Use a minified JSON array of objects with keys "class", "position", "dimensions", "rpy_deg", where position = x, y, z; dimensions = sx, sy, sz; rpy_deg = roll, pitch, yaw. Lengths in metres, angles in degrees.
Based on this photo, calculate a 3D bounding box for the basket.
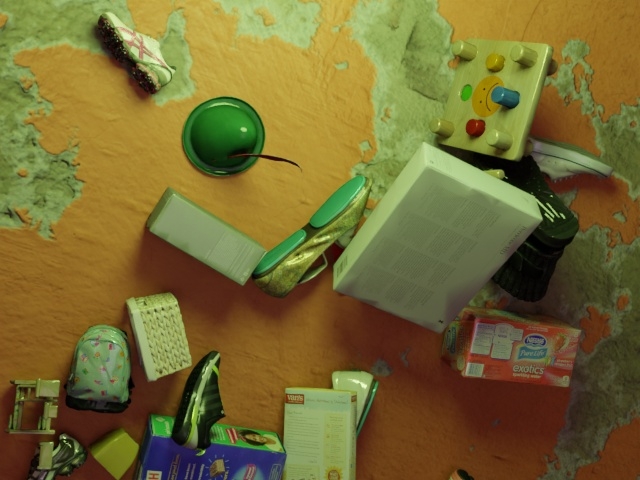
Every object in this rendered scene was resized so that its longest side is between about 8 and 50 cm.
[{"class":"basket","position":[-0.351,0.204,1.763],"dimensions":[0.103,0.113,0.167],"rpy_deg":[-14,104,-18]}]

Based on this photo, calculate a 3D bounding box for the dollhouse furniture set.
[{"class":"dollhouse furniture set","position":[-0.598,0.379,1.668],"dimensions":[0.101,0.161,0.182],"rpy_deg":[5,77,-17]}]

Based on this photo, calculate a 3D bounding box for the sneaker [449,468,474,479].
[{"class":"sneaker","position":[0.411,0.733,2.110],"dimensions":[0.136,0.116,0.314],"rpy_deg":[-42,103,6]}]

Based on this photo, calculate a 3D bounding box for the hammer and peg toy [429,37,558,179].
[{"class":"hammer and peg toy","position":[0.372,-0.264,1.803],"dimensions":[0.127,0.266,0.362],"rpy_deg":[11,97,-37]}]

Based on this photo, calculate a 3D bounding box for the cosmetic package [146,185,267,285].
[{"class":"cosmetic package","position":[-0.249,-0.010,1.741],"dimensions":[0.238,0.127,0.107],"rpy_deg":[35,90,-22]}]

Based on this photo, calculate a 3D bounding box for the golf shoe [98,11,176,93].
[{"class":"golf shoe","position":[-0.377,-0.394,1.665],"dimensions":[0.186,0.067,0.086],"rpy_deg":[51,58,-19]}]

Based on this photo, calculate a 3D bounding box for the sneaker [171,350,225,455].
[{"class":"sneaker","position":[-0.254,0.361,1.796],"dimensions":[0.097,0.084,0.235],"rpy_deg":[30,56,-20]}]

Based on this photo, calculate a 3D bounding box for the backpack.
[{"class":"backpack","position":[-0.467,0.274,1.740],"dimensions":[0.151,0.115,0.182],"rpy_deg":[8,96,-15]}]

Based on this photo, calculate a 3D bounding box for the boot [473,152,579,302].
[{"class":"boot","position":[0.450,-0.046,1.928],"dimensions":[0.131,0.348,0.260],"rpy_deg":[-16,147,-18]}]

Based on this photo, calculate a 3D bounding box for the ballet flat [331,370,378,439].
[{"class":"ballet flat","position":[0.024,0.496,1.937],"dimensions":[0.139,0.139,0.401],"rpy_deg":[16,92,-19]}]

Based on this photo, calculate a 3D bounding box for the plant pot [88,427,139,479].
[{"class":"plant pot","position":[-0.453,0.466,1.804],"dimensions":[0.083,0.081,0.081],"rpy_deg":[-45,110,-17]}]

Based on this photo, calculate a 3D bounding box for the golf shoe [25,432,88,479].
[{"class":"golf shoe","position":[-0.611,0.501,1.772],"dimensions":[0.198,0.077,0.094],"rpy_deg":[-37,98,-14]}]

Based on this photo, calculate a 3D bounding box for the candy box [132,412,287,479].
[{"class":"candy box","position":[-0.267,0.562,1.853],"dimensions":[0.317,0.122,0.268],"rpy_deg":[13,97,-20]}]

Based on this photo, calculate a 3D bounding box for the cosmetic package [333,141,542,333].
[{"class":"cosmetic package","position":[0.239,0.008,1.730],"dimensions":[0.284,0.097,0.377],"rpy_deg":[25,125,-16]}]

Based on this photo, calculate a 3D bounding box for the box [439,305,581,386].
[{"class":"box","position":[0.465,0.256,1.996],"dimensions":[0.299,0.142,0.154],"rpy_deg":[8,99,-18]}]

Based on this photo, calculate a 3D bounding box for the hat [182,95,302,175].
[{"class":"hat","position":[-0.173,-0.214,1.690],"dimensions":[0.208,0.183,0.173],"rpy_deg":[-13,104,-13]}]

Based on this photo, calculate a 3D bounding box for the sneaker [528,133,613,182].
[{"class":"sneaker","position":[0.589,-0.187,1.982],"dimensions":[0.258,0.094,0.091],"rpy_deg":[14,115,-14]}]

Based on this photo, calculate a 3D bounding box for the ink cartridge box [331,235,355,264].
[{"class":"ink cartridge box","position":[0.152,0.049,1.896],"dimensions":[0.230,0.078,0.134],"rpy_deg":[-13,104,-13]}]

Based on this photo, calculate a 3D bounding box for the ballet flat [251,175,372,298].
[{"class":"ballet flat","position":[0.000,0.000,1.825],"dimensions":[0.348,0.123,0.123],"rpy_deg":[-41,109,0]}]

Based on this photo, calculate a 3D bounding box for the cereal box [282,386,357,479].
[{"class":"cereal box","position":[-0.002,0.462,1.866],"dimensions":[0.172,0.047,0.240],"rpy_deg":[-1,83,27]}]
